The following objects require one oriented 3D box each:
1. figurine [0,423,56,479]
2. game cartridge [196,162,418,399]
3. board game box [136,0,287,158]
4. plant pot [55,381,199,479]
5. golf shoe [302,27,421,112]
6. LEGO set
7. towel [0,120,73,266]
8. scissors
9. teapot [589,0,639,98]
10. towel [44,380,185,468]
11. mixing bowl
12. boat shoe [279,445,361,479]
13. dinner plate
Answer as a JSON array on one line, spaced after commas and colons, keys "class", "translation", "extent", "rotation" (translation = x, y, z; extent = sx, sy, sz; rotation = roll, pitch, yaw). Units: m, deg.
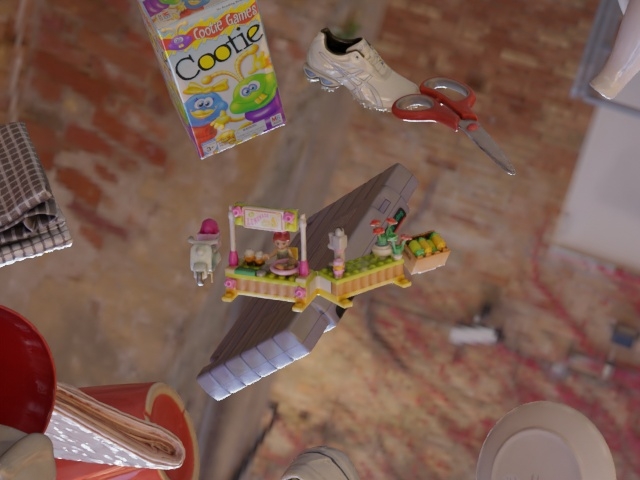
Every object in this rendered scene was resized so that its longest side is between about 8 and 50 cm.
[{"class": "figurine", "translation": [-0.319, 0.280, 1.231], "extent": [0.092, 0.215, 0.209], "rotation": [27, -147, 3]}, {"class": "game cartridge", "translation": [-0.010, 0.054, 1.989], "extent": [0.068, 0.230, 0.355], "rotation": [48, -132, -16]}, {"class": "board game box", "translation": [-0.156, -0.270, 2.043], "extent": [0.142, 0.275, 0.144], "rotation": [-24, -125, -7]}, {"class": "plant pot", "translation": [-0.345, 0.353, 2.387], "extent": [0.243, 0.275, 0.275], "rotation": [-16, -176, 15]}, {"class": "golf shoe", "translation": [0.063, -0.239, 2.048], "extent": [0.176, 0.086, 0.069], "rotation": [20, -136, 5]}, {"class": "LEGO set", "translation": [0.000, 0.000, 1.569], "extent": [0.287, 0.107, 0.132], "rotation": [-2, -157, -1]}, {"class": "towel", "translation": [-0.557, -0.074, 2.398], "extent": [0.235, 0.121, 0.284], "rotation": [-17, -140, -14]}, {"class": "scissors", "translation": [0.202, -0.157, 1.929], "extent": [0.109, 0.021, 0.297], "rotation": [-26, -148, -21]}, {"class": "teapot", "translation": [0.431, -0.267, 1.614], "extent": [0.256, 0.187, 0.252], "rotation": [9, -133, -4]}, {"class": "towel", "translation": [-0.370, 0.186, 1.714], "extent": [0.332, 0.053, 0.317], "rotation": [0, 152, 42]}, {"class": "mixing bowl", "translation": [-0.342, 0.132, 1.332], "extent": [0.181, 0.181, 0.098], "rotation": [7, -172, -37]}, {"class": "boat shoe", "translation": [0.025, 0.276, 1.161], "extent": [0.226, 0.083, 0.076], "rotation": [60, -154, 6]}, {"class": "dinner plate", "translation": [0.190, 0.209, 1.269], "extent": [0.141, 0.141, 0.017], "rotation": [27, -169, 41]}]
